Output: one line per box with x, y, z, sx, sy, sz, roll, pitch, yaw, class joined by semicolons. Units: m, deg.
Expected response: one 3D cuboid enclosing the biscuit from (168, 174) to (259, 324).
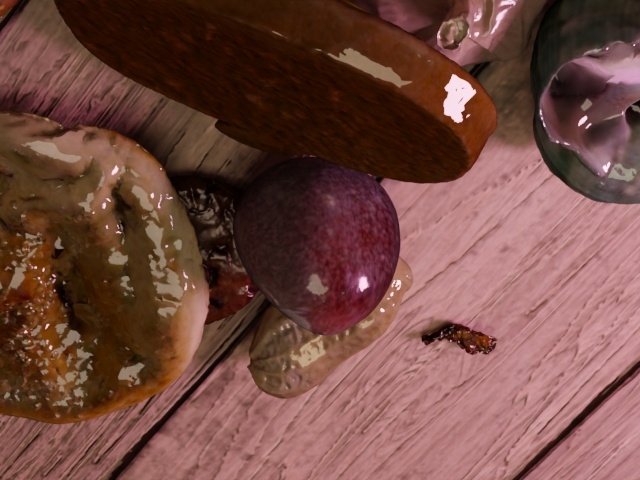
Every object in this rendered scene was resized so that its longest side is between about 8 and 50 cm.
-0.143;0.013;1.777;0.192;0.049;0.192;-2;123;-3;biscuit

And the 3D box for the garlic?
0.115;-0.219;1.514;0.219;0.212;0.218;-4;123;-6;garlic

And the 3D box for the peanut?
0.007;0.083;1.821;0.214;0.090;0.098;-37;91;20;peanut

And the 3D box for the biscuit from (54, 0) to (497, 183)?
-0.040;-0.157;1.537;0.394;0.070;0.350;23;167;-2;biscuit

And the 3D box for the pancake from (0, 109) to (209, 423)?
-0.291;0.037;1.738;0.387;0.082;0.386;3;126;5;pancake

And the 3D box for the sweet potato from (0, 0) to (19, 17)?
-0.343;-0.213;1.578;0.255;0.058;0.078;-19;107;4;sweet potato

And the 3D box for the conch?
0.276;-0.131;1.627;0.220;0.195;0.277;-27;168;-23;conch

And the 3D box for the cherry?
-0.003;0.000;1.691;0.176;0.176;0.140;23;127;-21;cherry

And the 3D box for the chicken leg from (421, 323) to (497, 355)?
0.152;0.104;1.892;0.083;0.021;0.036;10;136;-12;chicken leg
